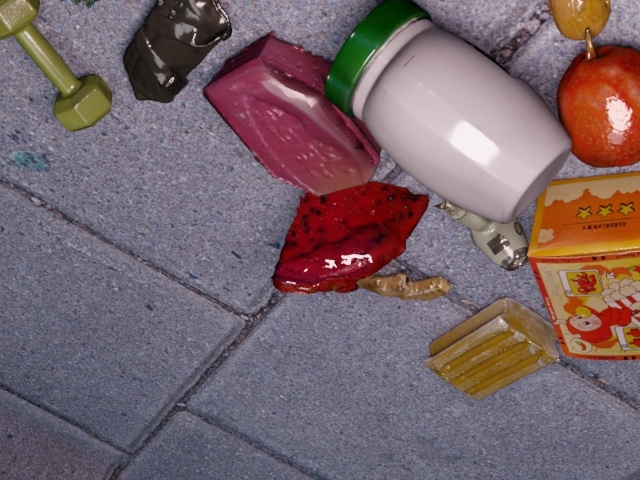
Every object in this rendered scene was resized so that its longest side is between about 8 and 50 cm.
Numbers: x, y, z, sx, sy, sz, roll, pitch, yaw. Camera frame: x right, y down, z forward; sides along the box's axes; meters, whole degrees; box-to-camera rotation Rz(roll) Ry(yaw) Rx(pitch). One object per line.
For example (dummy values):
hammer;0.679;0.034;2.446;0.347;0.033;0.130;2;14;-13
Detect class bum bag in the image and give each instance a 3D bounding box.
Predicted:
bum bag;-0.265;-0.349;1.695;0.142;0.079;0.326;36;138;-11

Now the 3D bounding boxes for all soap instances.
soap;-0.035;-0.216;1.708;0.220;0.127;0.325;-17;128;39
soap;0.374;0.243;2.059;0.173;0.089;0.274;33;139;-15

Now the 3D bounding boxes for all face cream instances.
face cream;0.202;-0.195;1.466;0.357;0.312;0.219;40;106;15

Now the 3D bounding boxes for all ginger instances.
ginger;0.134;0.088;2.008;0.288;0.075;0.089;9;161;7

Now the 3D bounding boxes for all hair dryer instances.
hair dryer;0.250;-0.078;1.647;0.092;0.229;0.267;-41;132;18

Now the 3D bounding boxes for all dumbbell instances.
dumbbell;-0.520;-0.346;1.785;0.108;0.121;0.302;-29;124;10

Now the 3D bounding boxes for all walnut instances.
walnut;0.391;-0.350;1.432;0.091;0.052;0.121;-4;131;31

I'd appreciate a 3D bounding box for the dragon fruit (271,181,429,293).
dragon fruit;0.000;0.000;1.829;0.240;0.330;0.302;50;138;1

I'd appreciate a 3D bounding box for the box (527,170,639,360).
box;0.537;0.048;1.683;0.260;0.213;0.283;-4;134;30

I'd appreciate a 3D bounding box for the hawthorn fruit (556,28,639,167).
hawthorn fruit;0.452;-0.225;1.449;0.197;0.196;0.225;-18;112;37

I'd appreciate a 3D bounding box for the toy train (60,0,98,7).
toy train;-0.433;-0.458;1.678;0.103;0.044;0.064;13;128;10
